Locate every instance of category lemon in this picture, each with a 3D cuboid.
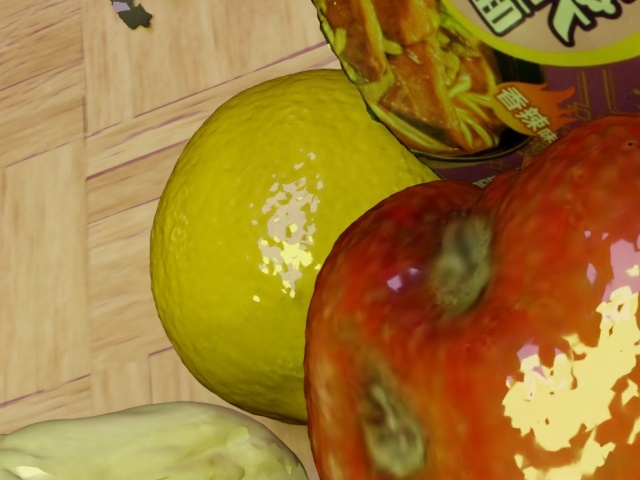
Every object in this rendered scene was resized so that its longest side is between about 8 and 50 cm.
[{"bbox_3d":[0.000,0.000,0.657,0.178,0.178,0.203,-8,57,21],"label":"lemon"}]

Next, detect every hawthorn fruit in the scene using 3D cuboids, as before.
[{"bbox_3d":[0.094,0.088,0.433,0.207,0.207,0.243,-7,80,21],"label":"hawthorn fruit"}]

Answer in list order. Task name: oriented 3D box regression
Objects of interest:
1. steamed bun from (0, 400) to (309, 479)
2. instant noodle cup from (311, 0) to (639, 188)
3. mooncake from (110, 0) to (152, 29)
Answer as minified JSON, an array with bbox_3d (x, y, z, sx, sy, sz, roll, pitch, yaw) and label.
[{"bbox_3d":[-0.130,0.251,0.413,0.237,0.346,0.394,-20,49,42],"label":"steamed bun"},{"bbox_3d":[0.158,-0.167,0.566,0.266,0.340,0.340,-28,44,44],"label":"instant noodle cup"},{"bbox_3d":[-0.071,-0.321,0.984,0.347,0.057,0.150,-48,50,-10],"label":"mooncake"}]
